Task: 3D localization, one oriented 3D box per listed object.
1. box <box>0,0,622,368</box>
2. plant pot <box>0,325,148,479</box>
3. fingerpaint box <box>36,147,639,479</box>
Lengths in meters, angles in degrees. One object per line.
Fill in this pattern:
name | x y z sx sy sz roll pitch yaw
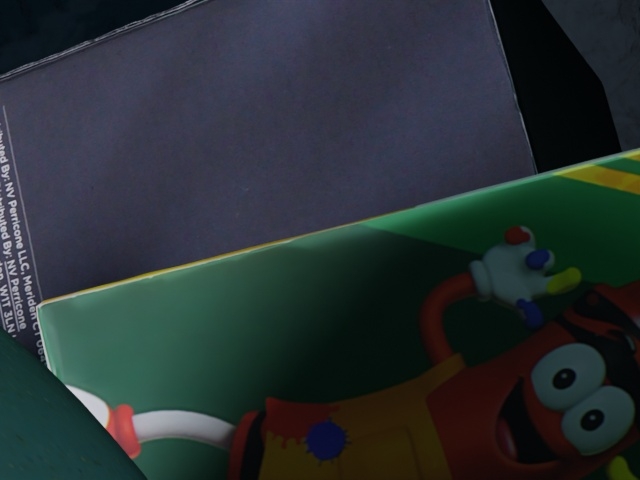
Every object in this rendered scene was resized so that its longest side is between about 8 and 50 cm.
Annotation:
box | 0.000 0.000 0.960 0.294 0.183 0.296 -20 -19 16
plant pot | -0.112 0.135 0.349 0.196 0.293 0.293 14 12 30
fingerpaint box | 0.123 0.104 0.788 0.371 0.163 0.445 -14 -16 1
